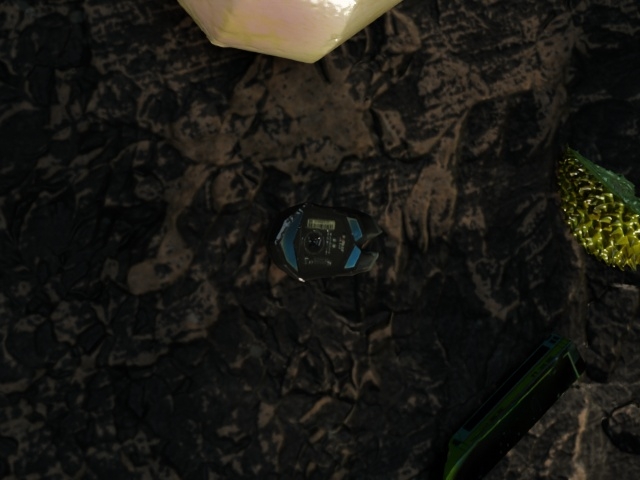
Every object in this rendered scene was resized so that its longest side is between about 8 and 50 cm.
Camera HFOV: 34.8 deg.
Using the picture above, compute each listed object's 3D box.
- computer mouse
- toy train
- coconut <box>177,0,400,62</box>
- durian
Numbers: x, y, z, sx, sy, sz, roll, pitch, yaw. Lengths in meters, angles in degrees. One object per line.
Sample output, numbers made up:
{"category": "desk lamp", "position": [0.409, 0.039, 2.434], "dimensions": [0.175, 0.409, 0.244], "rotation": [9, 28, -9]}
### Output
{"category": "computer mouse", "position": [0.000, 0.000, 1.035], "dimensions": [0.135, 0.047, 0.079], "rotation": [2, 96, -28]}
{"category": "toy train", "position": [0.193, 0.185, 1.077], "dimensions": [0.209, 0.042, 0.044], "rotation": [-42, 118, -16]}
{"category": "coconut", "position": [-0.016, -0.287, 0.965], "dimensions": [0.259, 0.259, 0.259], "rotation": [2, 84, -17]}
{"category": "durian", "position": [0.349, -0.025, 1.132], "dimensions": [0.215, 0.086, 0.100], "rotation": [33, 62, -9]}
